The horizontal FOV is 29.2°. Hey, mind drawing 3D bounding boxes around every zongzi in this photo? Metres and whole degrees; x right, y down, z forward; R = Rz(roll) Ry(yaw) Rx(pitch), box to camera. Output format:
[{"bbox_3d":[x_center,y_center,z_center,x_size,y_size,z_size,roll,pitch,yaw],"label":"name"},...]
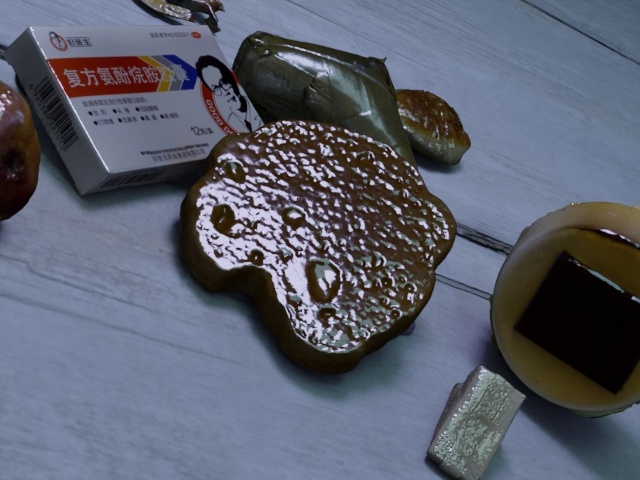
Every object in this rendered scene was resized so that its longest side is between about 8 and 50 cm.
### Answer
[{"bbox_3d":[0.016,-0.172,1.848,0.274,0.145,0.300,10,43,-32],"label":"zongzi"}]

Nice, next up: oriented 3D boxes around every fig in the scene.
[{"bbox_3d":[-0.410,-0.121,1.323,0.257,0.159,0.159,33,22,35],"label":"fig"}]

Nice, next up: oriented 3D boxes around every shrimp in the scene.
[{"bbox_3d":[-0.243,-0.396,2.012,0.188,0.051,0.132,27,47,-5],"label":"shrimp"}]

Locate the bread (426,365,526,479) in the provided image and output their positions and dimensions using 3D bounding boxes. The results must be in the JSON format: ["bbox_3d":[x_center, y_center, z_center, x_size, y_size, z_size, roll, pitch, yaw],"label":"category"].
[{"bbox_3d":[0.176,0.237,1.504,0.077,0.105,0.152,37,60,3],"label":"bread"}]

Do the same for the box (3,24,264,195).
[{"bbox_3d":[-0.224,-0.180,1.614,0.353,0.069,0.214,-14,71,-57],"label":"box"}]

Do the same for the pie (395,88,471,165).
[{"bbox_3d":[0.177,-0.197,2.122,0.194,0.079,0.163,9,41,-38],"label":"pie"}]

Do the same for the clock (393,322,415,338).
[{"bbox_3d":[0.072,0.061,1.632,0.110,0.050,0.152,3,42,-46],"label":"clock"}]

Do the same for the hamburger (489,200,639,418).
[{"bbox_3d":[0.368,0.089,1.658,0.302,0.302,0.170,42,22,12],"label":"hamburger"}]

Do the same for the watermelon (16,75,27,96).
[{"bbox_3d":[-0.335,-0.235,1.625,0.087,0.069,0.163,42,30,14],"label":"watermelon"}]

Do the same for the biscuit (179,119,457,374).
[{"bbox_3d":[0.000,0.000,1.544,0.359,0.074,0.381,14,51,-10],"label":"biscuit"}]
